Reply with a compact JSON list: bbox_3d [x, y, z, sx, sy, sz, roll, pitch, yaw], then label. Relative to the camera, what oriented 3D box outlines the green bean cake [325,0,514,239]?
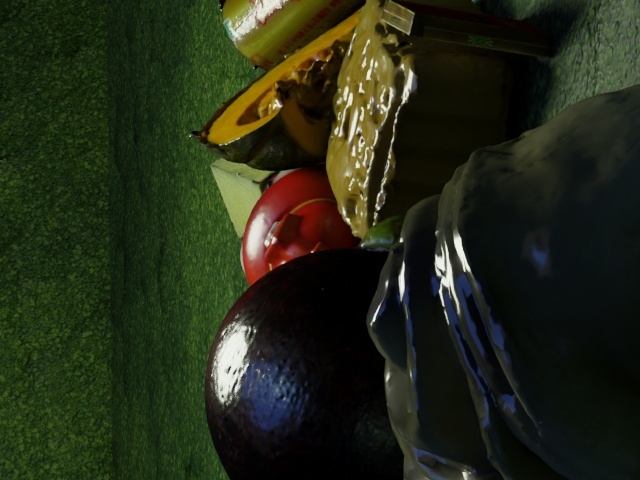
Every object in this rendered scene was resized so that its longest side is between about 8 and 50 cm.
[{"bbox_3d":[0.089,-0.110,1.774,0.224,0.131,0.229,-111,30,-60],"label":"green bean cake"}]

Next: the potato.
[{"bbox_3d":[-0.071,-0.059,2.507,0.149,0.081,0.120,22,139,57],"label":"potato"}]

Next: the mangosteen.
[{"bbox_3d":[0.048,0.122,1.572,0.300,0.300,0.300,-176,90,-75],"label":"mangosteen"}]

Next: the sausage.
[{"bbox_3d":[0.013,-0.300,2.063,0.317,0.117,0.125,-34,81,49],"label":"sausage"}]

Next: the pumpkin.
[{"bbox_3d":[-0.016,-0.146,1.974,0.163,0.111,0.278,-10,32,45],"label":"pumpkin"}]

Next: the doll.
[{"bbox_3d":[-0.001,0.000,1.977,0.182,0.160,0.363,-59,2,9],"label":"doll"}]

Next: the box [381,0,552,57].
[{"bbox_3d":[0.130,-0.190,1.643,0.090,0.133,0.023,-126,45,-69],"label":"box"}]

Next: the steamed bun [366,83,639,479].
[{"bbox_3d":[0.154,0.076,1.275,0.352,0.247,0.339,136,135,-61],"label":"steamed bun"}]
